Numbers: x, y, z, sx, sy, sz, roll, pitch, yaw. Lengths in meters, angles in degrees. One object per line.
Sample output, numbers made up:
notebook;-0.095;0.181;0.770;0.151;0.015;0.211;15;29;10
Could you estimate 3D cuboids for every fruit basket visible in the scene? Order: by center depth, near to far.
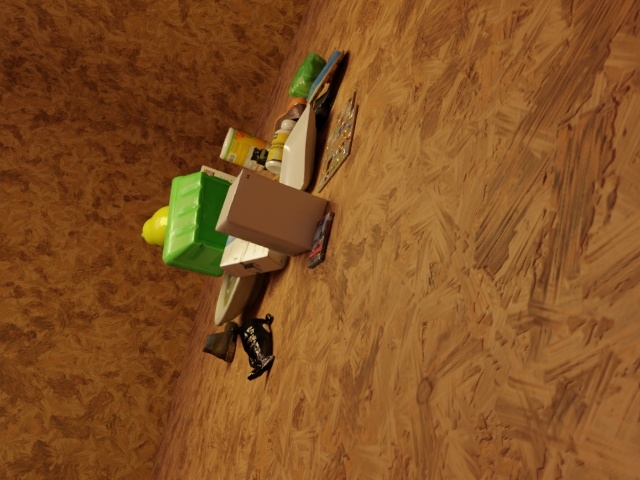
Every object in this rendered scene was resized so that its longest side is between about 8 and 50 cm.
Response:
fruit basket;-0.492;-0.050;2.116;0.392;0.282;0.393;-28;53;46

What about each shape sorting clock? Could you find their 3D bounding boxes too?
shape sorting clock;0.018;-0.511;1.769;0.206;0.040;0.206;-56;3;5

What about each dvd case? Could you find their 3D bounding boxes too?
dvd case;0.000;0.000;1.288;0.087;0.013;0.120;141;144;-64

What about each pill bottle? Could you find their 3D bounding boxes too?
pill bottle;-0.125;-0.331;1.989;0.103;0.103;0.184;150;137;-69
pill bottle;-0.284;-0.366;2.336;0.136;0.245;0.137;-161;90;-75

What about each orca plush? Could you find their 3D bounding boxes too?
orca plush;-0.197;0.275;1.487;0.287;0.102;0.151;-105;37;-65

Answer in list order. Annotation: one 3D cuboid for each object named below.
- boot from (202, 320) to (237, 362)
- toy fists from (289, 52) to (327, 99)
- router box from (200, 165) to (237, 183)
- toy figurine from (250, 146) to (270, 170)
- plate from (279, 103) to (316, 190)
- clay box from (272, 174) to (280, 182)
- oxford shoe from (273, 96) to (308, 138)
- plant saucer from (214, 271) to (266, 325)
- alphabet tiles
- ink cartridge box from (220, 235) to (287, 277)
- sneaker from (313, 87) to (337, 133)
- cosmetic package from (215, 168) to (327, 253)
boot;-0.356;0.341;1.979;0.219;0.106;0.082;-107;39;-66
toy fists;-0.049;-0.593;2.068;0.142;0.096;0.279;-60;14;3
router box;-0.407;-0.115;2.360;0.082;0.301;0.336;133;153;-58
toy figurine;-0.211;-0.250;2.146;0.209;0.148;0.213;-116;45;-78
plate;-0.070;-0.236;1.726;0.277;0.045;0.278;137;141;-63
clay box;-0.203;-0.150;1.926;0.222;0.053;0.127;-39;7;-15
oxford shoe;-0.122;-0.429;2.128;0.271;0.096;0.099;132;147;-57
plant saucer;-0.255;0.111;1.915;0.400;0.100;0.401;-160;90;-76
alphabet tiles;0.049;-0.266;1.454;0.198;0.009;0.237;132;153;-57
ink cartridge box;-0.188;0.021;1.644;0.190;0.082;0.140;-14;52;35
sneaker;-0.005;-0.400;1.750;0.170;0.051;0.089;-35;38;59
cosmetic package;-0.131;-0.062;1.427;0.224;0.223;0.138;157;131;-71
